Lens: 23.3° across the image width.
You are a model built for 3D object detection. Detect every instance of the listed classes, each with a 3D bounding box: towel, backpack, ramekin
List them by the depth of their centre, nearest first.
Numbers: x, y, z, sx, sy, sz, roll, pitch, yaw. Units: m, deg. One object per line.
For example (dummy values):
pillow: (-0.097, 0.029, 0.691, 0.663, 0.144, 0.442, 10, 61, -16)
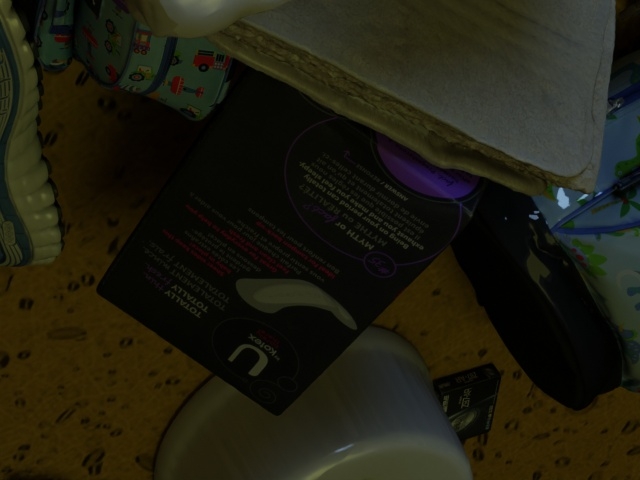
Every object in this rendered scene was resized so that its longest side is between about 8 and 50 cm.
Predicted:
towel: (0.060, -0.148, 0.912, 0.282, 0.187, 0.049, 25, 151, -27)
backpack: (-0.112, -0.159, 0.935, 0.117, 0.173, 0.158, -1, 131, -28)
backpack: (0.309, -0.038, 1.283, 0.355, 0.273, 0.290, -39, 133, -12)
ramekin: (0.002, 0.220, 1.393, 0.277, 0.135, 0.277, -17, 135, -17)

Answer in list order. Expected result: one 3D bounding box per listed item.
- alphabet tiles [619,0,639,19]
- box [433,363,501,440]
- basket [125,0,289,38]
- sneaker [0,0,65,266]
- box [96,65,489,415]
alphabet tiles: (0.314, -0.221, 1.147, 0.198, 0.009, 0.237, -31, 179, -7)
box: (0.138, 0.162, 1.508, 0.067, 0.018, 0.083, -14, 135, -21)
basket: (-0.013, -0.325, 0.730, 0.328, 0.331, 0.266, -25, 136, -9)
sneaker: (-0.253, -0.089, 0.953, 0.147, 0.130, 0.330, -20, 137, -18)
box: (-0.009, -0.032, 1.043, 0.165, 0.143, 0.270, 36, 135, -6)
